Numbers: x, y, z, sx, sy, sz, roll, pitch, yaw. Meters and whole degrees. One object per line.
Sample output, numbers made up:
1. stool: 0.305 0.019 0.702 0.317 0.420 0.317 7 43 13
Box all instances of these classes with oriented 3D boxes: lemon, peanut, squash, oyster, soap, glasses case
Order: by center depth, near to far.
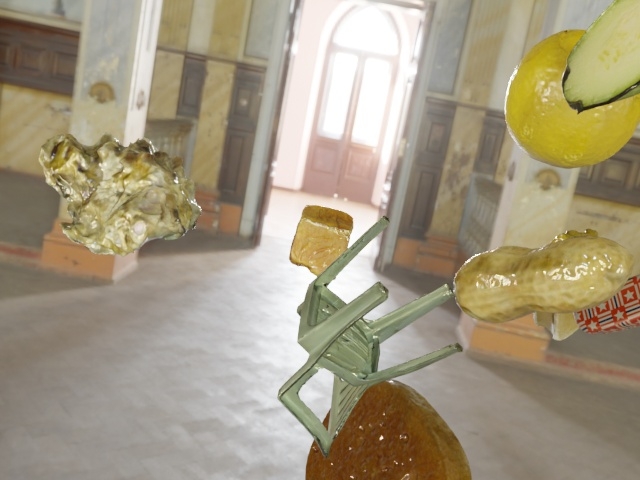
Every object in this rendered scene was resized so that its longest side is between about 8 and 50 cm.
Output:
1. peanut: 0.234 0.040 0.726 0.192 0.089 0.089 -10 -5 38
2. squash: 0.448 -0.256 0.989 0.085 0.184 0.192 24 45 -22
3. glasses case: 0.492 0.099 1.070 0.049 0.073 0.194 15 -31 -33
4. oyster: -0.328 -0.086 1.136 0.237 0.115 0.351 -18 40 -16
5. soap: 0.484 0.074 1.295 0.080 0.160 0.258 47 -9 36
6. lemon: 0.508 -0.281 1.368 0.292 0.293 0.293 10 10 -2

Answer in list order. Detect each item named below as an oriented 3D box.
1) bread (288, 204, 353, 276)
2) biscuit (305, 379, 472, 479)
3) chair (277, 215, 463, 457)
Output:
1. bread: 0.000 0.000 1.771 0.143 0.158 0.149 21 25 -2
2. biscuit: 0.097 0.424 1.160 0.070 0.350 0.394 27 14 -29
3. chair: 0.046 0.145 0.924 0.190 0.274 0.203 42 27 -17
